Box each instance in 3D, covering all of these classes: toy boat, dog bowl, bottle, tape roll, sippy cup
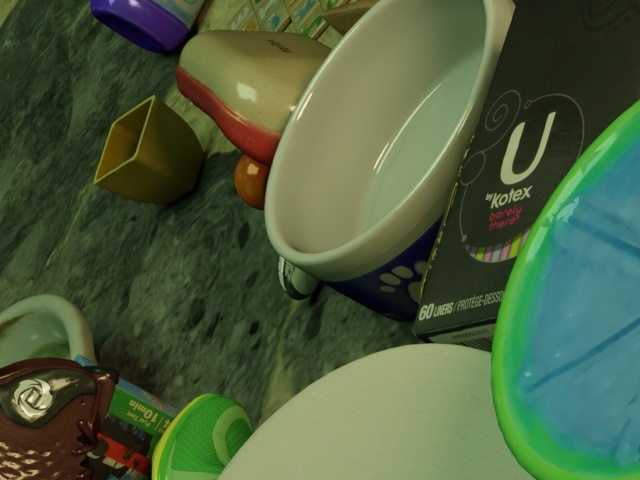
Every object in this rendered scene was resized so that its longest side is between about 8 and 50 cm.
[{"bbox_3d":[-0.043,-0.099,1.641,0.231,0.151,0.151,-138,51,-64],"label":"toy boat"},{"bbox_3d":[0.078,-0.075,1.413,0.265,0.104,0.265,-40,32,31],"label":"dog bowl"},{"bbox_3d":[-0.155,-0.358,2.090,0.092,0.118,0.283,6,67,61],"label":"bottle"},{"bbox_3d":[0.048,0.247,1.002,0.392,0.072,0.392,-24,54,38],"label":"tape roll"},{"bbox_3d":[0.239,0.060,0.864,0.305,0.224,0.240,-56,28,5],"label":"sippy cup"}]

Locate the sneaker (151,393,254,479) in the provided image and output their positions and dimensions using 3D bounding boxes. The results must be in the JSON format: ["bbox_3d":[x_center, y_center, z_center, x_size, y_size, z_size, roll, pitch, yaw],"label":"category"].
[{"bbox_3d":[-0.058,0.228,1.356,0.123,0.109,0.295,-23,36,15],"label":"sneaker"}]

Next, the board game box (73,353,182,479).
[{"bbox_3d":[-0.189,0.219,1.493,0.211,0.160,0.039,-55,27,7],"label":"board game box"}]

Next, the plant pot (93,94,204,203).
[{"bbox_3d":[-0.168,-0.083,1.859,0.081,0.083,0.081,-28,40,46],"label":"plant pot"}]

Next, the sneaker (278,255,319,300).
[{"bbox_3d":[0.000,0.000,1.537,0.044,0.040,0.109,-3,60,56],"label":"sneaker"}]

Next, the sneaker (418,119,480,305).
[{"bbox_3d":[0.138,-0.019,1.268,0.064,0.086,0.192,14,79,52],"label":"sneaker"}]

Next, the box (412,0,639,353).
[{"bbox_3d":[0.191,-0.038,1.138,0.165,0.143,0.270,-17,47,52],"label":"box"}]

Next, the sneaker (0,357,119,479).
[{"bbox_3d":[-0.176,0.186,1.394,0.162,0.281,0.106,-54,15,-10],"label":"sneaker"}]

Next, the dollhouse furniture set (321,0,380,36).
[{"bbox_3d":[0.014,-0.347,1.637,0.135,0.259,0.262,-4,56,47],"label":"dollhouse furniture set"}]

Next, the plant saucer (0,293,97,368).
[{"bbox_3d":[-0.309,0.247,1.735,0.400,0.100,0.400,-40,32,32],"label":"plant saucer"}]

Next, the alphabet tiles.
[{"bbox_3d":[-0.024,-0.263,1.890,0.198,0.009,0.237,-49,29,19],"label":"alphabet tiles"}]
